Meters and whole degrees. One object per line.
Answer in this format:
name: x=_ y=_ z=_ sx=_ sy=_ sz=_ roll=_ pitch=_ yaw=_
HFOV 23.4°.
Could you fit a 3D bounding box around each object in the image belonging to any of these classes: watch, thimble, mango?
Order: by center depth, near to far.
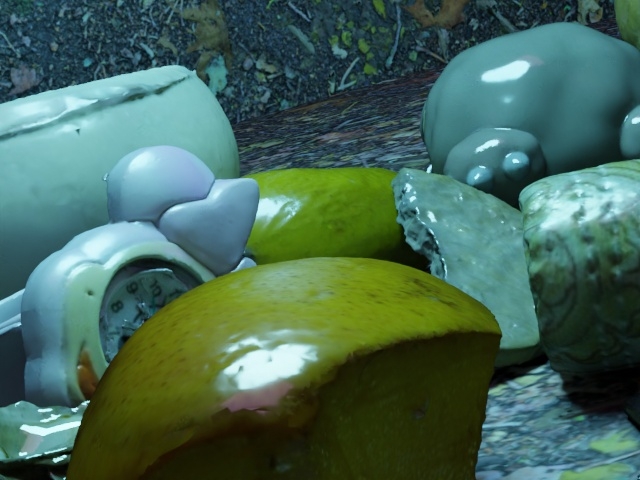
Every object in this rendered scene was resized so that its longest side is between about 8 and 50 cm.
mango: x=0.000 y=0.092 z=0.780 sx=0.201 sy=0.199 sz=0.350 roll=-49 pitch=0 yaw=22
thimble: x=0.214 y=0.014 z=1.036 sx=0.143 sy=0.137 sz=0.190 roll=-10 pitch=1 yaw=11
watch: x=-0.166 y=0.064 z=1.128 sx=0.217 sy=0.211 sz=0.248 roll=-14 pitch=16 yaw=45
mango: x=0.006 y=0.000 z=1.330 sx=0.195 sy=0.142 sz=0.331 roll=-2 pitch=9 yaw=32

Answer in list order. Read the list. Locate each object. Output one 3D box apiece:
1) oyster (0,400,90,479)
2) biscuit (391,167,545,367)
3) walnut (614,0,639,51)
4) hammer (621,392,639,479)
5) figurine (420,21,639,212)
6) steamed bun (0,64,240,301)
oyster: x=-0.132 y=0.138 z=0.895 sx=0.166 sy=0.110 sz=0.341 roll=-1 pitch=13 yaw=29
biscuit: x=0.136 y=0.022 z=1.176 sx=0.133 sy=0.032 sz=0.250 roll=7 pitch=31 yaw=-14
walnut: x=0.447 y=-0.231 z=1.601 sx=0.285 sy=0.296 sz=0.285 roll=-24 pitch=-8 yaw=-4
hammer: x=0.193 y=0.111 z=0.872 sx=0.065 sy=0.021 sz=0.178 roll=-14 pitch=11 yaw=0
figurine: x=0.195 y=-0.105 z=1.457 sx=0.248 sy=0.203 sz=0.380 roll=-6 pitch=11 yaw=-9
steamed bun: x=-0.248 y=-0.015 z=1.425 sx=0.374 sy=0.241 sz=0.374 roll=-18 pitch=7 yaw=2
